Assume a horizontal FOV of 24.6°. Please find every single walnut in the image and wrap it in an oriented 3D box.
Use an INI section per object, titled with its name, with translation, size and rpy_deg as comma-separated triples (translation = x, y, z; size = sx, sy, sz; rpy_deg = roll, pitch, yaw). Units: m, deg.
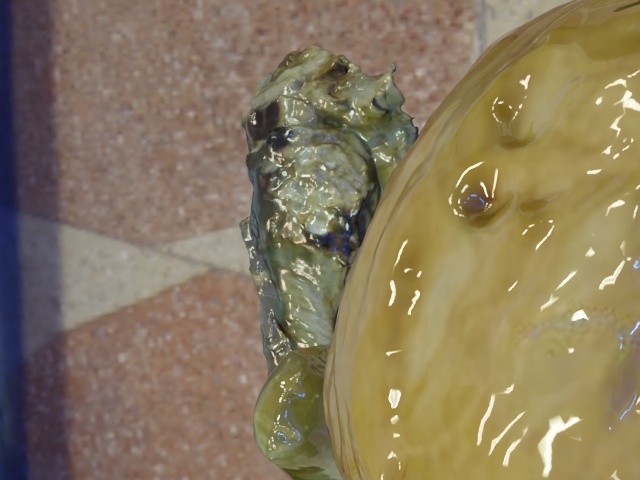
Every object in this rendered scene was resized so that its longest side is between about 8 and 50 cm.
[walnut]
translation = 0.101, 0.026, 0.453
size = 0.195, 0.195, 0.221
rpy_deg = 20, 75, 46

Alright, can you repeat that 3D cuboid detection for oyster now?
[oyster]
translation = -0.006, -0.001, 1.307
size = 0.198, 0.133, 0.337
rpy_deg = 26, 121, 60

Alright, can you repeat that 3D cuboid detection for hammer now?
[hammer]
translation = 0.017, 0.117, 0.707
size = 0.113, 0.202, 0.305
rpy_deg = 19, 159, 17
